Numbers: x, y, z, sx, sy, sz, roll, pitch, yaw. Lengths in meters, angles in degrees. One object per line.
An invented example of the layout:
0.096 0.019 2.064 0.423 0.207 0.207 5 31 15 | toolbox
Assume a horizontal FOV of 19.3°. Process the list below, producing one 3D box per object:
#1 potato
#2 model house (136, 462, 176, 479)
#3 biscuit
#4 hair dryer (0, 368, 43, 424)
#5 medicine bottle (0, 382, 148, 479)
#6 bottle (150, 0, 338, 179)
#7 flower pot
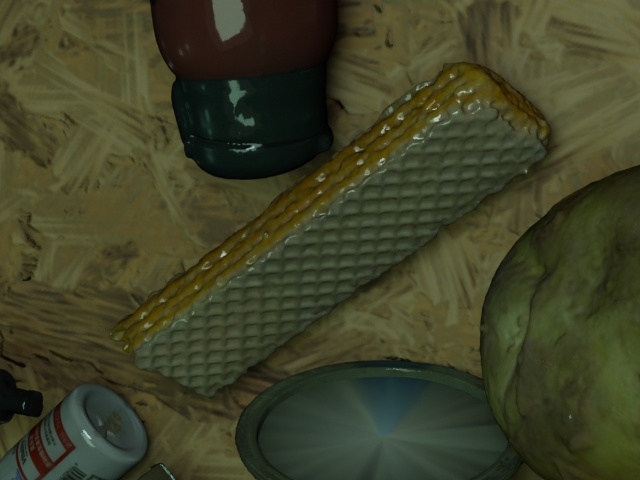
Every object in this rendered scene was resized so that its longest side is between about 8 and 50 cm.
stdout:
0.245 0.047 1.246 0.289 0.301 0.237 -37 56 -11 | potato
-0.090 0.258 1.477 0.248 0.176 0.181 -42 87 8 | model house
0.000 0.000 1.393 0.379 0.054 0.094 -36 131 25 | biscuit
-0.377 0.183 1.539 0.284 0.156 0.320 18 105 44 | hair dryer
-0.212 0.186 1.535 0.140 0.079 0.079 -42 86 25 | medicine bottle
-0.057 -0.212 1.338 0.144 0.144 0.336 -1 103 22 | bottle
0.041 0.222 1.385 0.212 0.212 0.202 10 114 19 | flower pot
